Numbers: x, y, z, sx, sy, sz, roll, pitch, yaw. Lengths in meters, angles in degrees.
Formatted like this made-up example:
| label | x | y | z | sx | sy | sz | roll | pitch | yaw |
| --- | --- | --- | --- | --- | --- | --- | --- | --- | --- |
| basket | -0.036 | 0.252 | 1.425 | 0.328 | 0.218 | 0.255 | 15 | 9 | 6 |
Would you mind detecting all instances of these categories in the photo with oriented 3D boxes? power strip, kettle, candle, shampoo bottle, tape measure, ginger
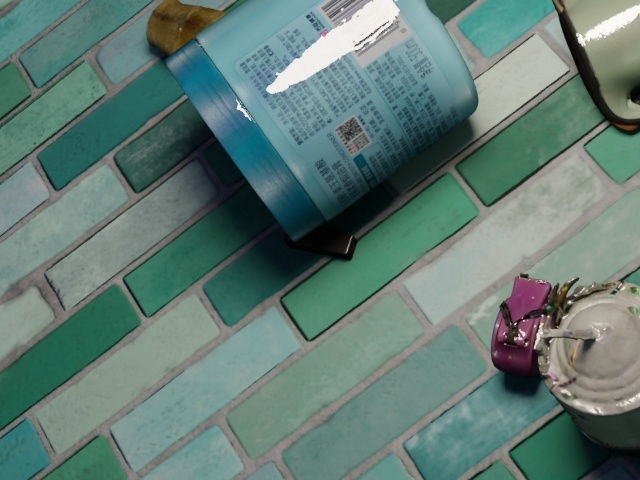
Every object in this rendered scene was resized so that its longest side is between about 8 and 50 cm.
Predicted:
| label | x | y | z | sx | sy | sz | roll | pitch | yaw |
| --- | --- | --- | --- | --- | --- | --- | --- | --- | --- |
| power strip | 0.000 | 0.000 | 1.949 | 0.111 | 0.029 | 0.038 | 11 | 74 | 23 |
| kettle | 0.489 | -0.292 | 1.827 | 0.255 | 0.165 | 0.240 | -25 | 92 | 9 |
| candle | 0.366 | 0.150 | 1.603 | 0.187 | 0.330 | 0.187 | -11 | 62 | 22 |
| shampoo bottle | 0.006 | -0.226 | 1.862 | 0.343 | 0.331 | 0.331 | -35 | 63 | 1 |
| tape measure | 0.280 | 0.124 | 1.750 | 0.074 | 0.125 | 0.118 | 11 | 58 | 26 |
| ginger | -0.176 | -0.317 | 2.095 | 0.109 | 0.116 | 0.263 | -26 | 48 | -38 |
